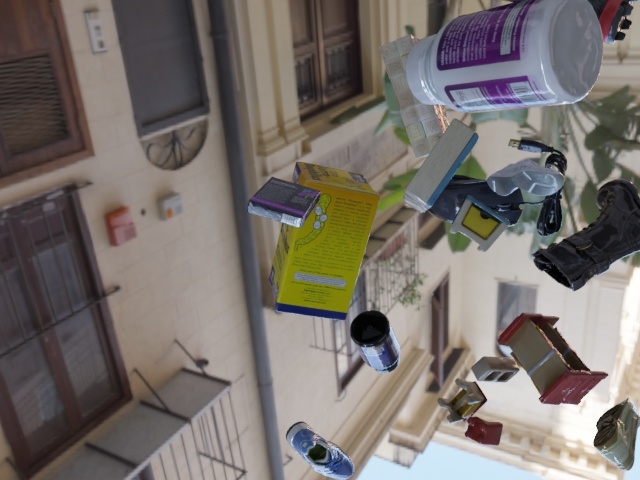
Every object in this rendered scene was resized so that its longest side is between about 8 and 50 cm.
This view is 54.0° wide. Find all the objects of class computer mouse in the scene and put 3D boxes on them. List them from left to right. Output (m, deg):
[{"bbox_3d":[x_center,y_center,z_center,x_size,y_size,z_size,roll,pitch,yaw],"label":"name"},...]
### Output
[{"bbox_3d":[0.321,-0.100,1.161,0.262,0.184,0.060,11,-153,16],"label":"computer mouse"}]

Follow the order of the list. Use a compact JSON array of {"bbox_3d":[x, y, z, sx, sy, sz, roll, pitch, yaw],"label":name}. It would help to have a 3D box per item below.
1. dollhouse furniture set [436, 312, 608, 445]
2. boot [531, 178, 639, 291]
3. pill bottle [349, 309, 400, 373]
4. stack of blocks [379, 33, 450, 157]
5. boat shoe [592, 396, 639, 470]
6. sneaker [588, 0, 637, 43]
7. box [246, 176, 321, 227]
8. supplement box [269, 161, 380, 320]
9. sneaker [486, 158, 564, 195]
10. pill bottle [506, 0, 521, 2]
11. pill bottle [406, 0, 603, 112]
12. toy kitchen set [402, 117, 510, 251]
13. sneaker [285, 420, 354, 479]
[{"bbox_3d":[0.493,0.375,1.579,0.152,0.374,0.201,11,-144,-34],"label":"dollhouse furniture set"},{"bbox_3d":[0.505,-0.012,1.179,0.229,0.091,0.263,-26,-162,7],"label":"boot"},{"bbox_3d":[0.172,0.313,1.894,0.123,0.219,0.122,-10,-129,13],"label":"pill bottle"},{"bbox_3d":[0.260,-0.370,1.640,0.087,0.297,0.171,-18,-177,22],"label":"stack of blocks"},{"bbox_3d":[0.425,0.269,0.884,0.048,0.056,0.153,50,-152,14],"label":"boat shoe"},{"bbox_3d":[0.513,-0.467,1.109,0.135,0.097,0.276,24,-113,24],"label":"sneaker"},{"bbox_3d":[-0.073,-0.082,1.307,0.116,0.029,0.162,17,-152,7],"label":"box"},{"bbox_3d":[0.000,0.000,1.648,0.195,0.356,0.194,10,-161,-14],"label":"supplement box"},{"bbox_3d":[0.344,-0.110,1.038,0.061,0.053,0.152,-43,-158,-17],"label":"sneaker"},{"bbox_3d":[0.311,-0.422,1.018,0.065,0.065,0.116,-10,-154,-10],"label":"pill bottle"},{"bbox_3d":[0.293,-0.303,1.055,0.169,0.169,0.302,-22,-162,-34],"label":"pill bottle"},{"bbox_3d":[0.226,-0.072,0.946,0.166,0.122,0.207,34,-176,5],"label":"toy kitchen set"},{"bbox_3d":[0.006,0.496,1.428,0.080,0.211,0.081,-51,-150,-5],"label":"sneaker"}]
